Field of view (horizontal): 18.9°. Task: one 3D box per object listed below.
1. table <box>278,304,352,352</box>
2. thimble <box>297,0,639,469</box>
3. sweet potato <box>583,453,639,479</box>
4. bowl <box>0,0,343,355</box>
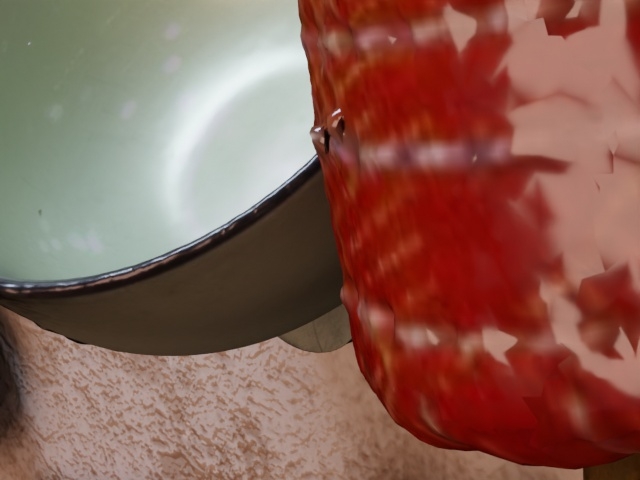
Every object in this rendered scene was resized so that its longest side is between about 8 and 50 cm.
[{"bbox_3d":[0.000,0.000,1.188,0.133,0.043,0.133,19,117,42],"label":"table"},{"bbox_3d":[0.154,-0.063,0.768,0.350,0.350,0.231,-2,103,48],"label":"thimble"},{"bbox_3d":[0.223,0.170,0.927,0.158,0.157,0.370,-43,69,46],"label":"sweet potato"},{"bbox_3d":[-0.049,-0.077,1.058,0.354,0.354,0.185,23,162,41],"label":"bowl"}]
